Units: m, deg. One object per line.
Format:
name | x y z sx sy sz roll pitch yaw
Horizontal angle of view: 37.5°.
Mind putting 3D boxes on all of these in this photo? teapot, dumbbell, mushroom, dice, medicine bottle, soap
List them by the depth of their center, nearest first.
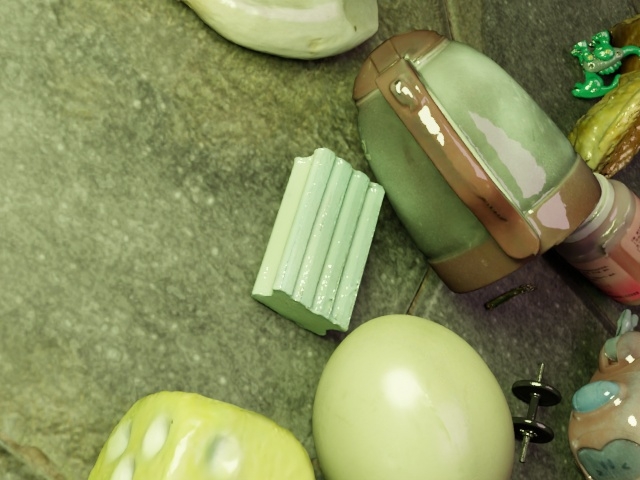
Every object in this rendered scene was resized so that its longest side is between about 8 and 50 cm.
dice | -0.116 0.250 0.882 0.166 0.169 0.169 34 58 -28
soap | 0.000 0.000 1.117 0.114 0.063 0.198 34 58 -29
mushroom | -0.051 -0.278 1.135 0.270 0.103 0.118 -4 80 -34
teapot | 0.163 -0.110 1.149 0.312 0.233 0.315 51 12 -7
dumbbell | 0.288 0.233 1.283 0.069 0.069 0.147 35 58 -27
medicine bottle | 0.425 -0.015 1.416 0.247 0.147 0.147 37 57 -26

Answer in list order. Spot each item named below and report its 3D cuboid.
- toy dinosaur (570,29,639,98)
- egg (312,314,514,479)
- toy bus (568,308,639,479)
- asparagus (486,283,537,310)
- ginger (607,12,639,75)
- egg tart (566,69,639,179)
toy dinosaur | 0.470 -0.291 1.565 0.132 0.059 0.096 -22 83 3
egg | 0.102 0.215 1.038 0.219 0.219 0.269 -21 93 -41
toy bus | 0.474 0.257 1.358 0.232 0.197 0.294 47 54 -7
asparagus | 0.275 0.079 1.351 0.114 0.014 0.015 -19 91 -41
ginger | 0.641 -0.320 1.640 0.269 0.200 0.223 -25 92 -40
egg tart | 0.472 -0.193 1.498 0.098 0.232 0.252 40 86 18
